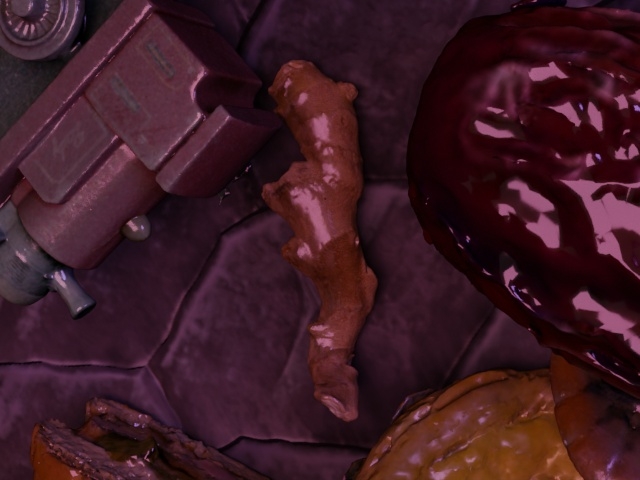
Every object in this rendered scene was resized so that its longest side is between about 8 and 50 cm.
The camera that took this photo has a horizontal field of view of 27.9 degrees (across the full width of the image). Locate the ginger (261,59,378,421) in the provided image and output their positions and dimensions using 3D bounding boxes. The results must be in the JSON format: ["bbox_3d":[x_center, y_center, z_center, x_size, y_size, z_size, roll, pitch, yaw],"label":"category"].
[{"bbox_3d":[0.000,0.000,1.026,0.089,0.075,0.288,-4,95,-7],"label":"ginger"}]

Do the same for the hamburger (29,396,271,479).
[{"bbox_3d":[-0.128,0.235,1.079,0.262,0.124,0.130,26,107,12],"label":"hamburger"}]

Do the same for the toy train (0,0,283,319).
[{"bbox_3d":[-0.195,-0.082,1.017,0.304,0.150,0.221,-44,77,17],"label":"toy train"}]

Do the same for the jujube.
[{"bbox_3d":[0.246,-0.019,0.866,0.377,0.258,0.258,26,107,23],"label":"jujube"}]

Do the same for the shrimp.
[{"bbox_3d":[0.294,0.095,0.951,0.262,0.051,0.198,-11,66,-7],"label":"shrimp"}]

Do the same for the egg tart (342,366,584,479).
[{"bbox_3d":[0.161,0.258,0.939,0.345,0.345,0.132,29,145,10],"label":"egg tart"}]
